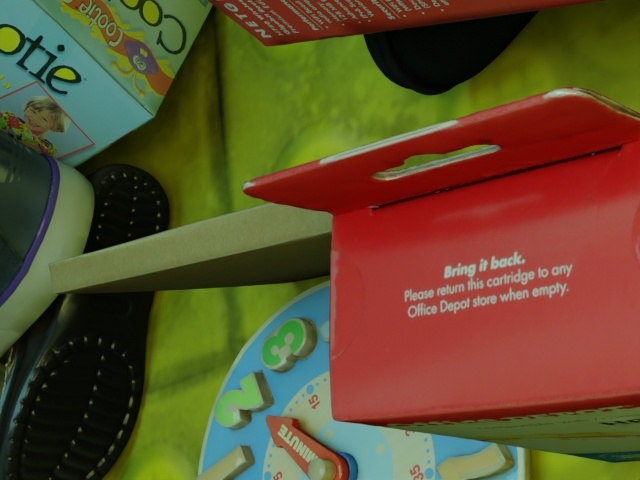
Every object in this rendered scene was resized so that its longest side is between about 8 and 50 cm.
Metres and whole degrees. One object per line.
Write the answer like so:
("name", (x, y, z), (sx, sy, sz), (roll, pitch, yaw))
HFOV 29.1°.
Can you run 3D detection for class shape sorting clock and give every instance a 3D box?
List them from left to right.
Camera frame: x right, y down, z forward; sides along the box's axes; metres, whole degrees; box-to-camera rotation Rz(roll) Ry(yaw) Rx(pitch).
("shape sorting clock", (0.012, 0.116, 0.614), (0.206, 0.040, 0.206), (-14, 69, 41))

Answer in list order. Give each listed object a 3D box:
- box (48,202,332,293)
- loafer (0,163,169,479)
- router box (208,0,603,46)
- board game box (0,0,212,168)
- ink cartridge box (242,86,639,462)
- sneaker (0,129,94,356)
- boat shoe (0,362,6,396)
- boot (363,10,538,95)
("box", (0.000, 0.000, 0.571), (0.201, 0.164, 0.021), (-12, 83, 42))
("loafer", (-0.153, 0.060, 0.774), (0.078, 0.080, 0.220), (7, 78, 54))
("router box", (0.106, -0.248, 0.483), (0.301, 0.082, 0.335), (1, 65, 47))
("board game box", (-0.220, -0.115, 0.801), (0.275, 0.144, 0.142), (-25, 32, 37))
("ink cartridge box", (0.096, 0.027, 0.423), (0.134, 0.231, 0.078), (-14, 69, 41))
("sneaker", (-0.309, 0.025, 0.719), (0.323, 0.236, 0.130), (-44, 40, 28))
("boat shoe", (-0.239, 0.182, 0.815), (0.065, 0.075, 0.206), (-8, 77, 39))
("boot", (0.141, -0.156, 0.528), (0.207, 0.094, 0.246), (32, 95, 48))
